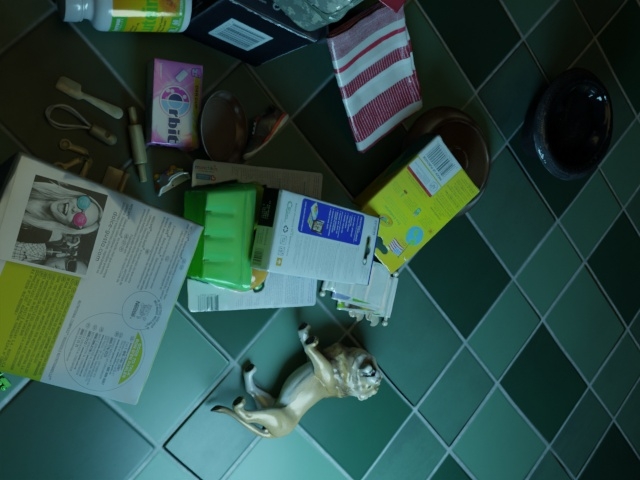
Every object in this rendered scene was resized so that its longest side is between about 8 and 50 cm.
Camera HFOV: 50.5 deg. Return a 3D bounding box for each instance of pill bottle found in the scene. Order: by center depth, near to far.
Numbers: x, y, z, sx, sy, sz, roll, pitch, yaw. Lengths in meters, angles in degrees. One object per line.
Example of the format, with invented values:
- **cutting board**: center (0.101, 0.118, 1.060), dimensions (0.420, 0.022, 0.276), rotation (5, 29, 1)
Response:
- **pill bottle**: center (-0.396, -0.491, 1.367), dimensions (0.245, 0.136, 0.136), rotation (-9, 97, -28)

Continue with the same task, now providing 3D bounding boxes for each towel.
- **towel**: center (0.142, -0.403, 1.659), dimensions (0.237, 0.037, 0.329), rotation (-38, 133, -21)

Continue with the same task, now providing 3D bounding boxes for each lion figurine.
- **lion figurine**: center (-0.046, 0.363, 1.629), dimensions (0.392, 0.142, 0.240), rotation (-33, 116, -9)

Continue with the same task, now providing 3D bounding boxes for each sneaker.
- **sneaker**: center (-0.141, -0.252, 1.576), dimensions (0.065, 0.061, 0.158), rotation (41, 66, -9)

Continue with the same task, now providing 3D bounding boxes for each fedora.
- **fedora**: center (0.695, -0.332, 1.973), dimensions (0.334, 0.152, 0.334), rotation (-2, 94, -29)

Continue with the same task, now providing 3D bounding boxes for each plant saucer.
- **plant saucer**: center (-0.221, -0.246, 1.504), dimensions (0.168, 0.029, 0.169), rotation (-10, 102, -61)
- **plant saucer**: center (0.359, -0.213, 1.854), dimensions (0.310, 0.050, 0.311), rotation (-1, 93, -30)

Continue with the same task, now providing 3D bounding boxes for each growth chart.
- **growth chart**: center (0.104, 0.118, 1.744), dimensions (0.237, 0.021, 0.172), rotation (25, 81, -28)

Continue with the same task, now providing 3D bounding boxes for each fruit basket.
- **fruit basket**: center (-0.146, -0.007, 1.549), dimensions (0.353, 0.165, 0.327), rotation (0, 93, -45)

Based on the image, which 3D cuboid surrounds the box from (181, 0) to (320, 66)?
- **box**: center (-0.112, -0.610, 1.430), dimensions (0.212, 0.293, 0.396), rotation (17, 85, -29)

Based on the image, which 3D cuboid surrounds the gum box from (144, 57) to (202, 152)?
- **gum box**: center (-0.318, -0.287, 1.464), dimensions (0.107, 0.062, 0.188), rotation (2, 92, -29)

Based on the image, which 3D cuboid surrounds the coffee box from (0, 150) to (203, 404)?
- **coffee box**: center (-0.466, 0.068, 1.244), dimensions (0.334, 0.337, 0.338), rotation (23, 81, -28)

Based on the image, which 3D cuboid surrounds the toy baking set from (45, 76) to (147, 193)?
- **toy baking set**: center (-0.461, -0.211, 1.407), dimensions (0.196, 0.030, 0.256), rotation (-6, 96, -29)

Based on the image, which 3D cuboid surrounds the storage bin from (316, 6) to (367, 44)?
- **storage bin**: center (0.053, -0.516, 1.642), dimensions (0.135, 0.091, 0.098), rotation (-6, 96, -29)

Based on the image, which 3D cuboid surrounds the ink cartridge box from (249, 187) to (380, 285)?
- **ink cartridge box**: center (0.000, 0.000, 1.548), dimensions (0.371, 0.069, 0.176), rotation (12, 87, -48)

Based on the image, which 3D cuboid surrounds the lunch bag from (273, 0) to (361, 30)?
- **lunch bag**: center (-0.010, -0.544, 1.176), dimensions (0.305, 0.256, 0.213), rotation (43, 73, -24)

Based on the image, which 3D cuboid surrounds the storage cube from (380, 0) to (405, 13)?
- **storage cube**: center (0.133, -0.644, 1.472), dimensions (0.183, 0.215, 0.193), rotation (28, 111, -27)

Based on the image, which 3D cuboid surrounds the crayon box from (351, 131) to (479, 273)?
- **crayon box**: center (0.226, -0.096, 1.739), dimensions (0.318, 0.081, 0.202), rotation (-43, 113, -4)

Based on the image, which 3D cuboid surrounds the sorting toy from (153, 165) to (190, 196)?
- **sorting toy**: center (-0.318, -0.134, 1.465), dimensions (0.083, 0.075, 0.045), rotation (-34, 108, -24)

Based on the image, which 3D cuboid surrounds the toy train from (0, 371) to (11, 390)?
- **toy train**: center (-0.643, 0.261, 1.340), dimensions (0.023, 0.017, 0.083), rotation (-41, 111, -31)
